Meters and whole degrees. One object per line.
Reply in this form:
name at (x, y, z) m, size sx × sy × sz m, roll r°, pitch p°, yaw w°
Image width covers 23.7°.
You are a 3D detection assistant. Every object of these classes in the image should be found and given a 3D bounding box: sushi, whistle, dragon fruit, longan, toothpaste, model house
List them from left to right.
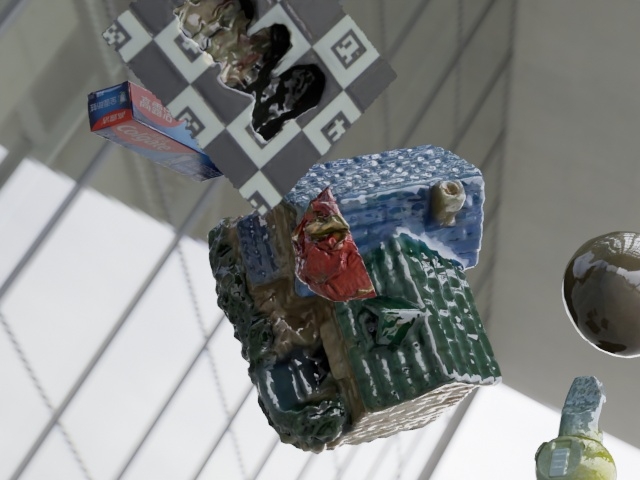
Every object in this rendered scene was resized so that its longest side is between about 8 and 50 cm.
toothpaste at (-0.233, -0.160, 2.301) m, size 0.076 × 0.066 × 0.320 m, roll -15°, pitch -17°, yaw 23°
sushi at (-0.112, -0.268, 2.185) m, size 0.373 × 0.296 × 0.100 m, roll 48°, pitch -8°, yaw -29°
dragon fruit at (0.000, 0.000, 1.805) m, size 0.162 × 0.083 × 0.106 m, roll -108°, pitch 179°, yaw -53°
model house at (0.075, 0.074, 2.483) m, size 0.395 × 0.445 × 0.400 m, roll -7°, pitch -20°, yaw -23°
whistle at (0.384, 0.306, 2.241) m, size 0.123 × 0.223 × 0.123 m, roll 11°, pitch -30°, yaw 7°
longan at (0.425, 0.072, 2.156) m, size 0.189 × 0.189 × 0.189 m, roll 26°, pitch -24°, yaw 13°
